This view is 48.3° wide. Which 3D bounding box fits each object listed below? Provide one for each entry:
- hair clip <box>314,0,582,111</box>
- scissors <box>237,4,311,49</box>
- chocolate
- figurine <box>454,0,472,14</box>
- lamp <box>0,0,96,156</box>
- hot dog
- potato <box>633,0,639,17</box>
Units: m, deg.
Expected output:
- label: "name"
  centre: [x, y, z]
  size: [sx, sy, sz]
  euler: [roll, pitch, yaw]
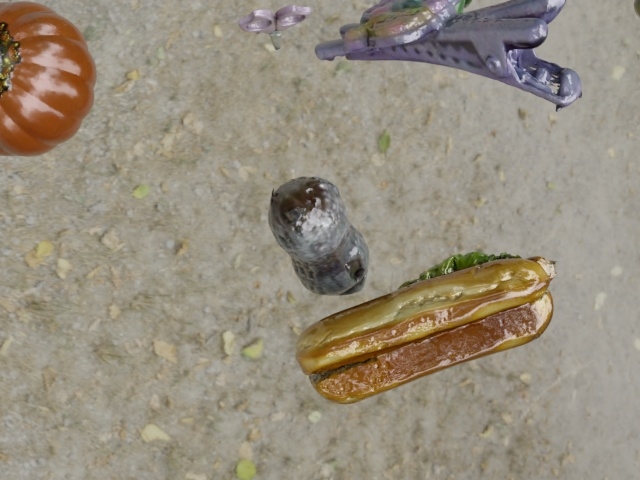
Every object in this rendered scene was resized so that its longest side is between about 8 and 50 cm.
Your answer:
- label: "hair clip"
  centre: [0.122, -0.206, 0.698]
  size: [0.137, 0.279, 0.090]
  euler: [-48, 143, -32]
- label: "scissors"
  centre: [-0.071, -0.334, 1.132]
  size: [0.110, 0.212, 0.021]
  euler: [-11, 93, -2]
- label: "chocolate"
  centre: [0.000, 0.000, 0.937]
  size: [0.110, 0.110, 0.248]
  euler: [-62, 155, -21]
- label: "figurine"
  centre: [0.208, -0.431, 1.080]
  size: [0.185, 0.127, 0.234]
  euler: [-37, 142, -66]
- label: "lamp"
  centre: [-0.428, -0.228, 1.012]
  size: [0.196, 0.223, 0.223]
  euler: [19, 79, -73]
- label: "hot dog"
  centre: [0.134, 0.101, 0.885]
  size: [0.100, 0.338, 0.135]
  euler: [-102, 168, -54]
- label: "potato"
  centre: [0.660, -0.404, 1.305]
  size: [0.085, 0.188, 0.105]
  euler: [-56, 156, 19]
